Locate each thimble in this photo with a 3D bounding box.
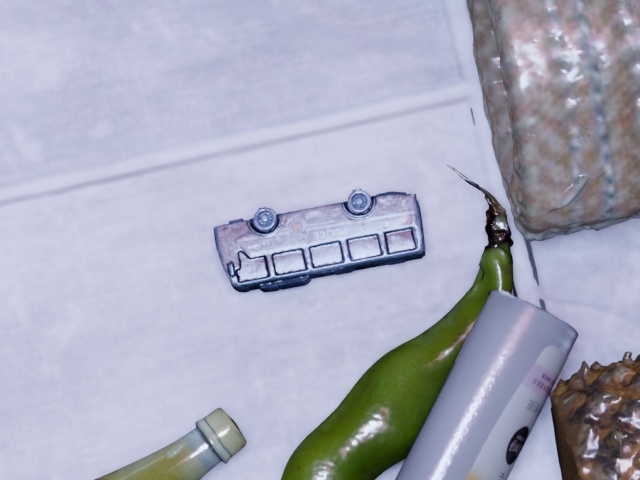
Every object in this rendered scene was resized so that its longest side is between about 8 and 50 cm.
[{"bbox_3d":[0.199,-0.126,1.512,0.148,0.196,0.229,-12,76,0],"label":"thimble"}]

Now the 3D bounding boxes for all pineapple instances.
[{"bbox_3d":[0.357,0.149,1.468,0.365,0.165,0.165,-6,78,0],"label":"pineapple"}]

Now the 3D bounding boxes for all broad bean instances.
[{"bbox_3d":[0.063,0.103,1.543,0.098,0.056,0.318,30,81,-6],"label":"broad bean"}]

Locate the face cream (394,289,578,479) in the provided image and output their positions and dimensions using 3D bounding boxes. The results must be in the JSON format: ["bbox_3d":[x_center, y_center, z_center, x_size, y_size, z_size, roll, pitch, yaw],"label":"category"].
[{"bbox_3d":[0.103,0.172,1.497,0.073,0.107,0.269,25,84,32],"label":"face cream"}]

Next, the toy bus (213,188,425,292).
[{"bbox_3d":[0.000,0.000,1.577,0.166,0.047,0.065,-11,81,1],"label":"toy bus"}]

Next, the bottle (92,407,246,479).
[{"bbox_3d":[-0.174,0.222,1.524,0.270,0.083,0.083,-38,78,-6],"label":"bottle"}]
